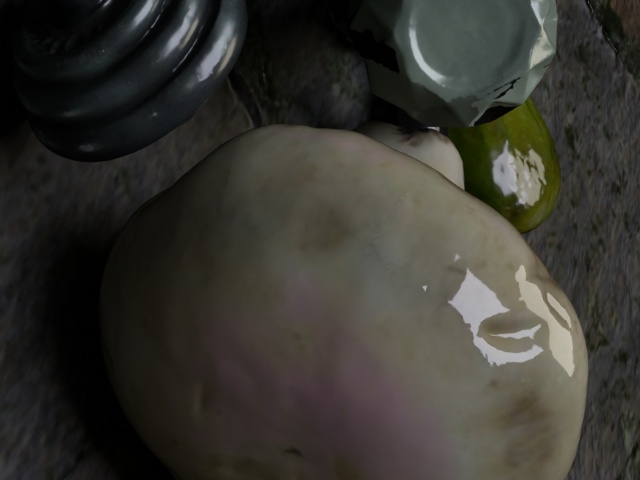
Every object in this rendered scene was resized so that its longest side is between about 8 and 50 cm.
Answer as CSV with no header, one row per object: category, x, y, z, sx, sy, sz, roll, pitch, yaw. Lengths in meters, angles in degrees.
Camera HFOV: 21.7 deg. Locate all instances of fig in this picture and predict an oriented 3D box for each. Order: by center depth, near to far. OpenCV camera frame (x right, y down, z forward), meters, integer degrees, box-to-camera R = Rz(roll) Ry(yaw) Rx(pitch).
fig,0.133,-0.099,1.610,0.233,0.167,0.167,57,28,14

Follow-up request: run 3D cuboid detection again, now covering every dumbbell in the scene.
dumbbell,-0.200,-0.208,1.067,0.406,0.179,0.179,49,42,-40

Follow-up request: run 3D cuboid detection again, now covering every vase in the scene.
vase,0.085,-0.193,1.409,0.360,0.165,0.165,-122,-168,-75

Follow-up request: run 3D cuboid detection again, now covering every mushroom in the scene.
mushroom,0.007,0.081,1.206,0.353,0.353,0.325,8,111,-57

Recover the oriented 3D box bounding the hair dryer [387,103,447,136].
hair dryer,0.000,0.000,1.398,0.359,0.120,0.303,7,86,-47
